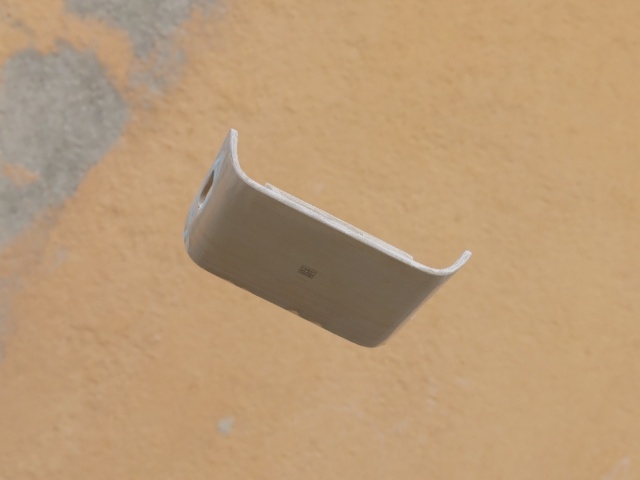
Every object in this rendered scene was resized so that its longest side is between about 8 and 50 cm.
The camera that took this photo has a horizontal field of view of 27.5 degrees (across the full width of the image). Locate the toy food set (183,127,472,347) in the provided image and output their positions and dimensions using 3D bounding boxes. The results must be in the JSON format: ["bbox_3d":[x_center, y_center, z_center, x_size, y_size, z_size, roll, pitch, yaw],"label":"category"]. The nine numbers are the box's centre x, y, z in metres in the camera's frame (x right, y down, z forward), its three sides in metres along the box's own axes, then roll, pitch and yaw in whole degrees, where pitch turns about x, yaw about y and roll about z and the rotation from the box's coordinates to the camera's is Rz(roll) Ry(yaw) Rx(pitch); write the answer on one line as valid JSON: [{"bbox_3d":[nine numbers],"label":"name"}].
[{"bbox_3d":[0.000,0.000,1.525,0.306,0.092,0.220,26,-32,-7],"label":"toy food set"}]
